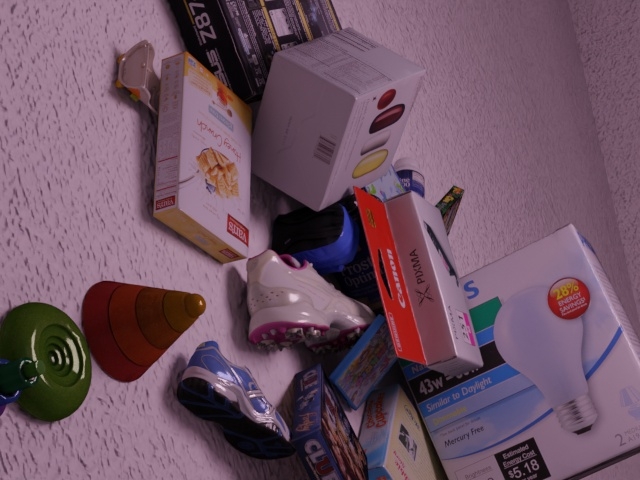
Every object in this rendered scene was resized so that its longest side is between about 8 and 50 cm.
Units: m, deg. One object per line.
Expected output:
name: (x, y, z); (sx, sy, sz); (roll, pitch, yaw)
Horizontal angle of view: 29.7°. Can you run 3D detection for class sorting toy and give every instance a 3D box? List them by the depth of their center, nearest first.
sorting toy: (-0.232, 0.106, 1.256); (0.365, 0.126, 0.127); (-21, 92, -65)
sorting toy: (-0.230, -0.204, 1.580); (0.075, 0.045, 0.083); (54, 29, -49)

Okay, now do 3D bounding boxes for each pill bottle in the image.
pill bottle: (0.063, 0.004, 1.918); (0.219, 0.123, 0.123); (62, 27, -16)
pill bottle: (0.160, -0.095, 2.246); (0.067, 0.067, 0.120); (48, 33, -40)

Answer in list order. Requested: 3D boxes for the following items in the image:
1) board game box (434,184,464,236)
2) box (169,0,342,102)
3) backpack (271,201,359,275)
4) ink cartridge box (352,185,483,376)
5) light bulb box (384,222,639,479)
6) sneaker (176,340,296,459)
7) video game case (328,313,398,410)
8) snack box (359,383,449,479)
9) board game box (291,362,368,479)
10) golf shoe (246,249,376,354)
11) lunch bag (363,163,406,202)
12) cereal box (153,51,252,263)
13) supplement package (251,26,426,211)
board game box: (0.203, -0.005, 2.221); (0.259, 0.030, 0.136); (-42, 155, -63)
box: (-0.117, -0.414, 1.843); (0.318, 0.097, 0.395); (-28, 98, -55)
backpack: (0.000, 0.000, 1.796); (0.101, 0.120, 0.098); (45, 35, -45)
ink cartridge box: (0.150, 0.056, 1.827); (0.239, 0.060, 0.275); (27, 46, -63)
light bulb box: (0.345, 0.219, 1.972); (0.361, 0.358, 0.225); (67, 14, 18)
sneaker: (-0.093, 0.204, 1.514); (0.211, 0.080, 0.081); (51, 35, -38)
video game case: (0.069, 0.182, 1.781); (0.015, 0.119, 0.166); (35, -10, 23)
snack box: (0.160, 0.405, 1.900); (0.322, 0.060, 0.187); (58, 26, -25)
board game box: (0.016, 0.283, 1.629); (0.243, 0.042, 0.165); (-90, 155, -76)
golf shoe: (-0.006, 0.087, 1.739); (0.306, 0.115, 0.140); (17, 53, -61)
lunch bag: (0.079, -0.082, 2.047); (0.219, 0.090, 0.176); (62, 28, -18)
cereal box: (-0.154, -0.109, 1.625); (0.173, 0.047, 0.240); (38, 45, -53)
supplement package: (0.021, -0.182, 1.787); (0.149, 0.194, 0.203); (32, 34, 20)
